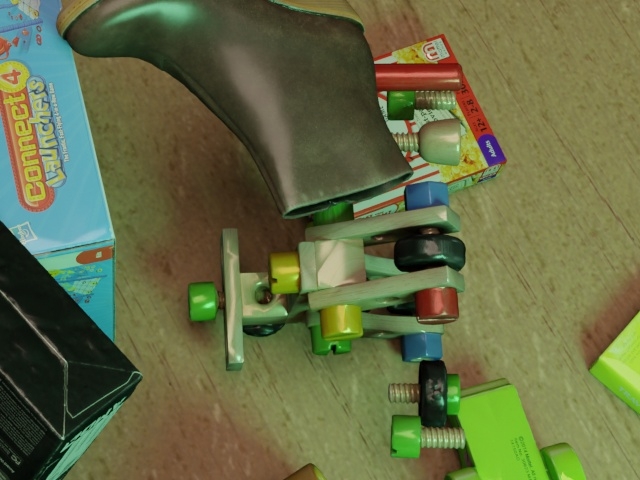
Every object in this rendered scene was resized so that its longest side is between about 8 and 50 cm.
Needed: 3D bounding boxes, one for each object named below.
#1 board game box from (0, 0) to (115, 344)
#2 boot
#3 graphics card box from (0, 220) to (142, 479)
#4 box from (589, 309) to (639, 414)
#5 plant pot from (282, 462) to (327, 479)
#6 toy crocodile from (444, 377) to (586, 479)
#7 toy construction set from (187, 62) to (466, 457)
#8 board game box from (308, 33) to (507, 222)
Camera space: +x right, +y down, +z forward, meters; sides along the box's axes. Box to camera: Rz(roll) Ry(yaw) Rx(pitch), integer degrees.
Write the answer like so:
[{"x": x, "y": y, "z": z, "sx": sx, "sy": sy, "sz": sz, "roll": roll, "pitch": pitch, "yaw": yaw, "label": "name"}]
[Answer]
[{"x": -0.246, "y": -0.079, "z": 1.340, "sx": 0.086, "sy": 0.302, "sz": 0.308, "roll": -11, "pitch": 71, "yaw": -11, "label": "board game box"}, {"x": -0.061, "y": -0.115, "z": 1.217, "sx": 0.248, "sy": 0.090, "sz": 0.207, "roll": -12, "pitch": 72, "yaw": -28, "label": "boot"}, {"x": -0.302, "y": 0.126, "z": 1.217, "sx": 0.233, "sy": 0.371, "sz": 0.094, "roll": 46, "pitch": 49, "yaw": 7, "label": "graphics card box"}, {"x": 0.353, "y": 0.138, "z": 1.474, "sx": 0.178, "sy": 0.042, "sz": 0.109, "roll": 41, "pitch": 71, "yaw": 9, "label": "box"}, {"x": -0.032, "y": 0.317, "z": 1.288, "sx": 0.188, "sy": 0.205, "sz": 0.205, "roll": -32, "pitch": 76, "yaw": -2, "label": "plant pot"}, {"x": 0.193, "y": 0.281, "z": 1.377, "sx": 0.115, "sy": 0.105, "sz": 0.341, "roll": -18, "pitch": 68, "yaw": -13, "label": "toy crocodile"}, {"x": 0.000, "y": 0.000, "z": 1.357, "sx": 0.237, "sy": 0.257, "sz": 0.309, "roll": 1, "pitch": 102, "yaw": 0, "label": "toy construction set"}, {"x": 0.060, "y": -0.099, "z": 1.523, "sx": 0.193, "sy": 0.045, "sz": 0.147, "roll": -21, "pitch": 74, "yaw": -14, "label": "board game box"}]
